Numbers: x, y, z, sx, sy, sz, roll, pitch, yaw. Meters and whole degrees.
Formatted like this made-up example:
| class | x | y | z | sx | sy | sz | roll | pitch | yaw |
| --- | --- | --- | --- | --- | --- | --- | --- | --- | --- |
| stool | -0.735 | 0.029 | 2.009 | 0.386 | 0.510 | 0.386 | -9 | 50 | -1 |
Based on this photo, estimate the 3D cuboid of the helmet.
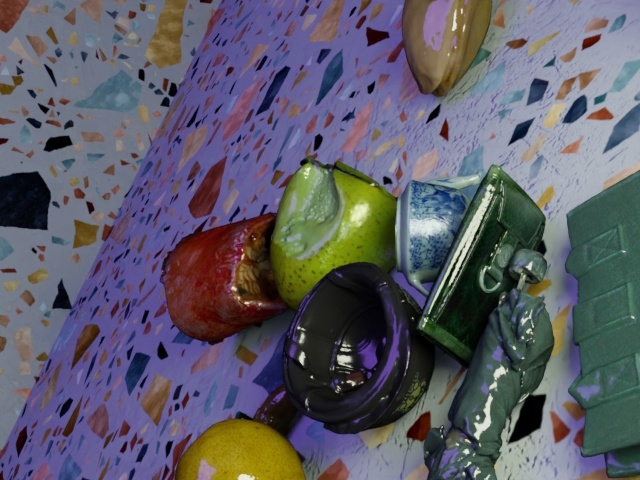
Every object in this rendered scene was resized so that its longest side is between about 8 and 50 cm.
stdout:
| class | x | y | z | sx | sy | sz | roll | pitch | yaw |
| --- | --- | --- | --- | --- | --- | --- | --- | --- | --- |
| helmet | 0.075 | 0.168 | 1.169 | 0.231 | 0.160 | 0.279 | -56 | 38 | 6 |

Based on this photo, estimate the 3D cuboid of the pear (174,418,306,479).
| class | x | y | z | sx | sy | sz | roll | pitch | yaw |
| --- | --- | --- | --- | --- | --- | --- | --- | --- | --- |
| pear | -0.115 | 0.379 | 1.233 | 0.209 | 0.208 | 0.209 | -42 | 30 | 32 |

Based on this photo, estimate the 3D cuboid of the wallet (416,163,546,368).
| class | x | y | z | sx | sy | sz | roll | pitch | yaw |
| --- | --- | --- | --- | --- | --- | --- | --- | --- | --- |
| wallet | 0.214 | 0.040 | 1.063 | 0.055 | 0.160 | 0.236 | 14 | 74 | 43 |

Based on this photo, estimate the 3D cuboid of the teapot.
| class | x | y | z | sx | sy | sz | roll | pitch | yaw |
| --- | --- | --- | --- | --- | --- | --- | --- | --- | --- |
| teapot | 0.186 | -0.007 | 1.200 | 0.159 | 0.159 | 0.232 | -28 | 46 | 47 |

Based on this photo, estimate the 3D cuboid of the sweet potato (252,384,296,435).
| class | x | y | z | sx | sy | sz | roll | pitch | yaw |
| --- | --- | --- | --- | --- | --- | --- | --- | --- | --- |
| sweet potato | -0.095 | 0.325 | 1.410 | 0.274 | 0.067 | 0.067 | -50 | 27 | 10 |

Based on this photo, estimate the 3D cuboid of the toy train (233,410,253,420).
| class | x | y | z | sx | sy | sz | roll | pitch | yaw |
| --- | --- | --- | --- | --- | --- | --- | --- | --- | --- |
| toy train | -0.167 | 0.371 | 1.515 | 0.122 | 0.050 | 0.081 | -39 | 24 | 37 |

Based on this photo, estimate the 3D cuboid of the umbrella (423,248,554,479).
| class | x | y | z | sx | sy | sz | roll | pitch | yaw |
| --- | --- | --- | --- | --- | --- | --- | --- | --- | --- |
| umbrella | 0.215 | 0.173 | 0.985 | 0.143 | 0.094 | 0.349 | -20 | 43 | 61 |

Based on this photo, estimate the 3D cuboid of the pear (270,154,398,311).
| class | x | y | z | sx | sy | sz | roll | pitch | yaw |
| --- | --- | --- | --- | --- | --- | --- | --- | --- | --- |
| pear | 0.000 | 0.000 | 1.447 | 0.292 | 0.159 | 0.293 | -29 | 47 | 37 |

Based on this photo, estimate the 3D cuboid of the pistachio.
| class | x | y | z | sx | sy | sz | roll | pitch | yaw |
| --- | --- | --- | --- | --- | --- | --- | --- | --- | --- |
| pistachio | 0.226 | -0.394 | 1.521 | 0.213 | 0.162 | 0.261 | -178 | 104 | -84 |

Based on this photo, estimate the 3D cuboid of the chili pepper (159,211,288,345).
| class | x | y | z | sx | sy | sz | roll | pitch | yaw |
| --- | --- | --- | --- | --- | --- | --- | --- | --- | --- |
| chili pepper | -0.168 | 0.064 | 1.642 | 0.305 | 0.229 | 0.251 | -25 | 14 | 50 |

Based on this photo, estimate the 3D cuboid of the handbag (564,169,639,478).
| class | x | y | z | sx | sy | sz | roll | pitch | yaw |
| --- | --- | --- | --- | --- | --- | --- | --- | --- | --- |
| handbag | 0.367 | 0.063 | 0.842 | 0.238 | 0.089 | 0.327 | -33 | 37 | 43 |
